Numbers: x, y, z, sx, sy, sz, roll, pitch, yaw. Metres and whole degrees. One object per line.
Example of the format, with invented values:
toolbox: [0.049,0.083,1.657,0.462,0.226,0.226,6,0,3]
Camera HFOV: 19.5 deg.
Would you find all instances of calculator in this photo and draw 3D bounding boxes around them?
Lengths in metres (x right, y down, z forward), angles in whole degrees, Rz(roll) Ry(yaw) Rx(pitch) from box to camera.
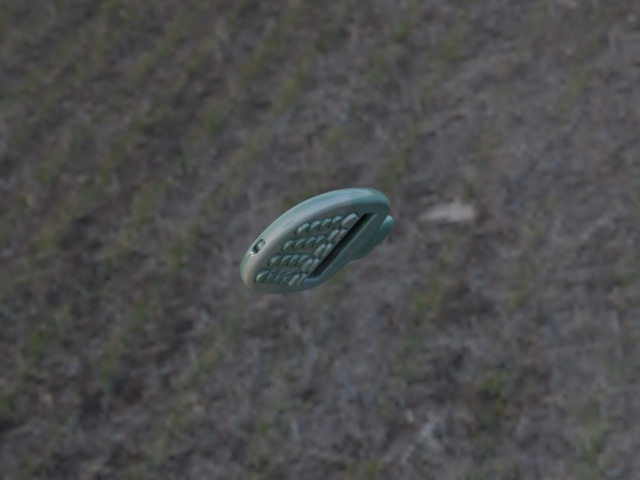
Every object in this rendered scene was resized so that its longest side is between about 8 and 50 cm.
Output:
calculator: [0.000,0.000,1.257,0.021,0.095,0.153,50,26,17]
